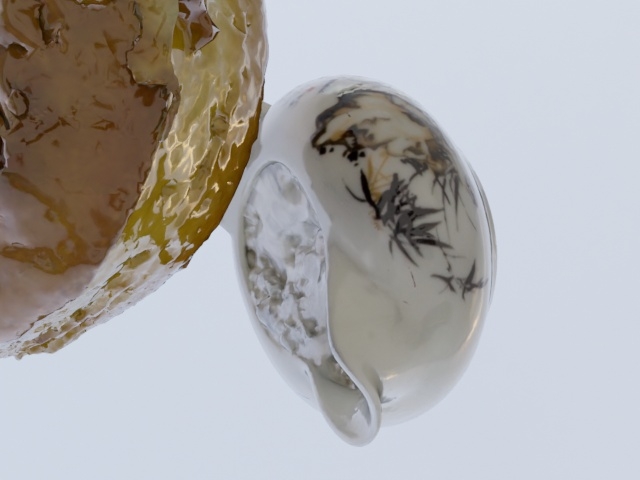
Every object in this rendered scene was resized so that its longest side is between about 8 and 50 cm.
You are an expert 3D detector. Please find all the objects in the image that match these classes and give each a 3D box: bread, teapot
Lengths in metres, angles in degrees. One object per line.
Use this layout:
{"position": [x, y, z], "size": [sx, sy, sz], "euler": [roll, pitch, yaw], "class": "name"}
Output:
{"position": [-0.188, -0.102, 1.035], "size": [0.204, 0.358, 0.336], "euler": [-4, -109, -56], "class": "bread"}
{"position": [0.000, 0.000, 1.193], "size": [0.166, 0.208, 0.300], "euler": [-27, -132, -27], "class": "teapot"}
